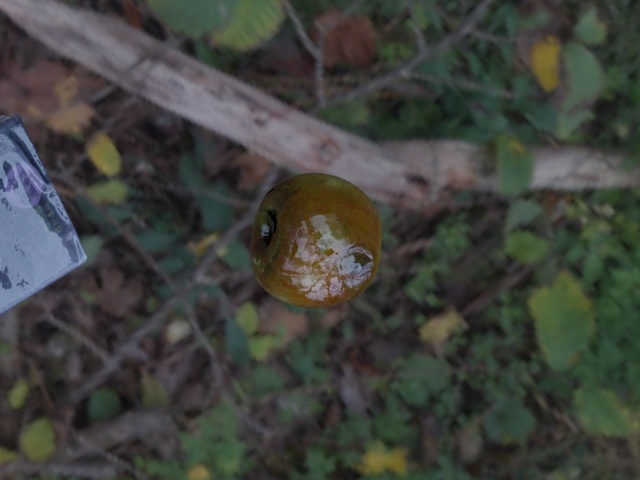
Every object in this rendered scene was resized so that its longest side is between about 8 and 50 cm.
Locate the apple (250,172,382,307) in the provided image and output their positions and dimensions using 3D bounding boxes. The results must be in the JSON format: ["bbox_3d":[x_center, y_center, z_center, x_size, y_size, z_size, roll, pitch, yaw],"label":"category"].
[{"bbox_3d":[0.000,0.000,1.423,0.102,0.114,0.099,14,116,-22],"label":"apple"}]

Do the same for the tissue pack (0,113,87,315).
[{"bbox_3d":[-0.238,0.002,1.135,0.156,0.051,0.112,-34,112,-30],"label":"tissue pack"}]
